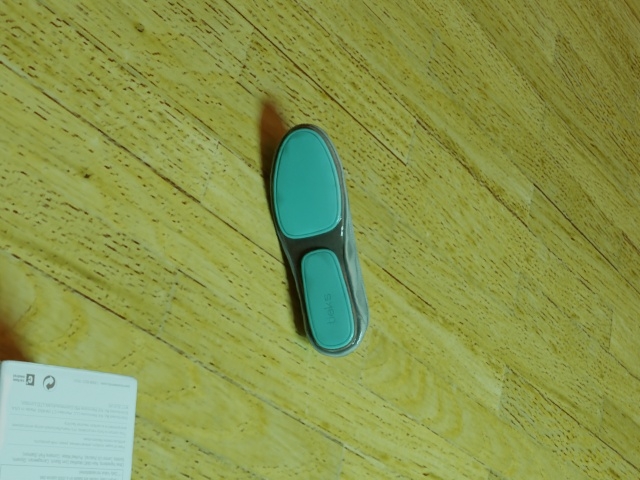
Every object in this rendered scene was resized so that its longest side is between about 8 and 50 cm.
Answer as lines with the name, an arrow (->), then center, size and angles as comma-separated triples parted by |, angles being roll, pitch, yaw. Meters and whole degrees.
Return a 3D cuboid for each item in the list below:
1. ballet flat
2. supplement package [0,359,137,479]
ballet flat -> 0.000, 0.000, 0.966 | 0.068, 0.072, 0.213 | -18, 99, -78
supplement package -> -0.192, 0.172, 0.660 | 0.105, 0.105, 0.179 | 17, 71, -47
